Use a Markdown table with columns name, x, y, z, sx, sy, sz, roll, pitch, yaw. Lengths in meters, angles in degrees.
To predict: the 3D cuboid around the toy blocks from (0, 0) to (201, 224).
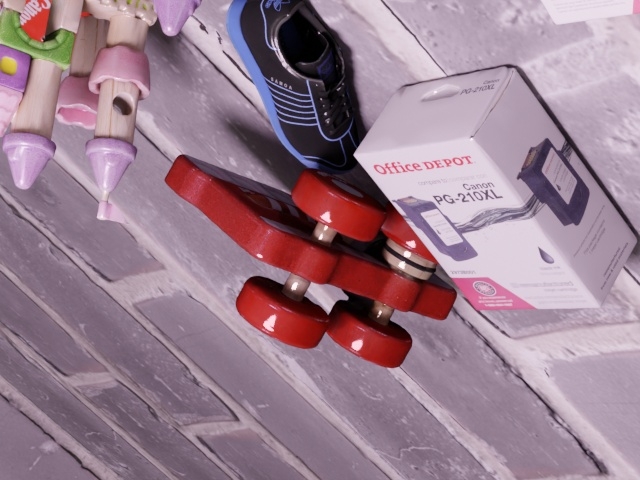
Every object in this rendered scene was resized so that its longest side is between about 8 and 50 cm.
| name | x | y | z | sx | sy | sz | roll | pitch | yaw |
| --- | --- | --- | --- | --- | --- | --- | --- | --- | --- |
| toy blocks | -0.290 | -0.179 | 1.445 | 0.289 | 0.260 | 0.309 | 18 | 159 | -31 |

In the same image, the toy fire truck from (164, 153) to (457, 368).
| name | x | y | z | sx | sy | sz | roll | pitch | yaw |
| --- | --- | --- | --- | --- | --- | --- | --- | --- | --- |
| toy fire truck | 0.000 | 0.000 | 1.590 | 0.302 | 0.169 | 0.254 | 17 | -164 | -39 |

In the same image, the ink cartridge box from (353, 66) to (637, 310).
| name | x | y | z | sx | sy | sz | roll | pitch | yaw |
| --- | --- | --- | --- | --- | --- | --- | --- | --- | --- |
| ink cartridge box | 0.172 | -0.044 | 1.420 | 0.172 | 0.100 | 0.237 | -5 | 133 | 50 |

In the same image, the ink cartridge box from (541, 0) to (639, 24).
| name | x | y | z | sx | sy | sz | roll | pitch | yaw |
| --- | --- | --- | --- | --- | --- | --- | --- | --- | --- |
| ink cartridge box | 0.198 | -0.274 | 1.042 | 0.158 | 0.092 | 0.218 | 0 | 139 | 47 |

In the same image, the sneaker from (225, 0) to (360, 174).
| name | x | y | z | sx | sy | sz | roll | pitch | yaw |
| --- | --- | --- | --- | --- | --- | --- | --- | --- | --- |
| sneaker | -0.008 | -0.154 | 1.468 | 0.090 | 0.081 | 0.232 | 10 | 144 | 47 |

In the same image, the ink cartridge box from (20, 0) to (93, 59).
| name | x | y | z | sx | sy | sz | roll | pitch | yaw |
| --- | --- | --- | --- | --- | --- | --- | --- | --- | --- |
| ink cartridge box | -0.386 | -0.286 | 1.703 | 0.239 | 0.060 | 0.275 | 46 | 151 | -17 |
